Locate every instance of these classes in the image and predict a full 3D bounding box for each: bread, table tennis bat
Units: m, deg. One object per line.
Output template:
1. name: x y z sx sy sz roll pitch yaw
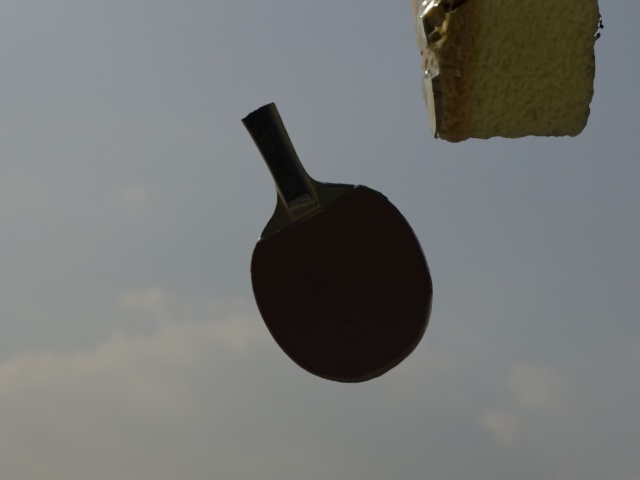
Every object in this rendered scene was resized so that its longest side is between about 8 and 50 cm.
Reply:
1. bread: 0.147 -0.152 1.394 0.147 0.152 0.127 3 -4 -13
2. table tennis bat: 0.000 0.000 0.890 0.095 0.158 0.014 -29 -10 16
